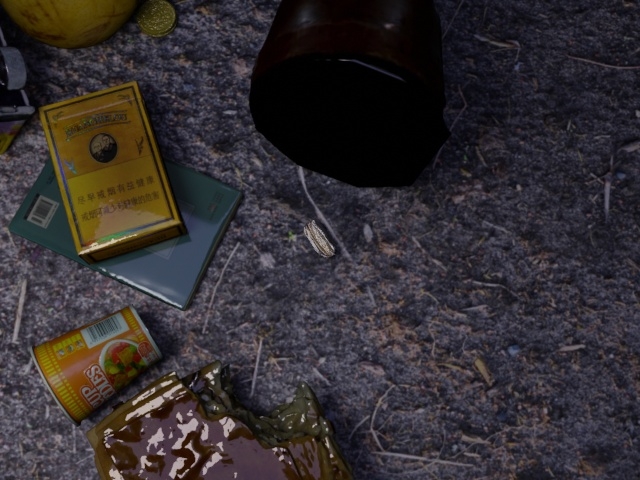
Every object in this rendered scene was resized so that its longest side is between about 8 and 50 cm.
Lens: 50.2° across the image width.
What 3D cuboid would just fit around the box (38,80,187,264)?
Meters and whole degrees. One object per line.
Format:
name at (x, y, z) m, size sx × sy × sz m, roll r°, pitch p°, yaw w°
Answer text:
box at (-0.388, -0.129, 1.279) m, size 0.192 × 0.084 × 0.302 m, roll -18°, pitch 77°, yaw -9°

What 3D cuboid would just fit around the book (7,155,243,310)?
book at (-0.373, -0.056, 1.323) m, size 0.379 × 0.031 × 0.264 m, roll 25°, pitch 78°, yaw 2°

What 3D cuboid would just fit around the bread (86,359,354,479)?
bread at (-0.164, 0.365, 1.164) m, size 0.370 × 0.191 × 0.314 m, roll -26°, pitch 76°, yaw -13°

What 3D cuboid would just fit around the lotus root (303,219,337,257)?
lotus root at (0.001, 0.000, 1.333) m, size 0.037 × 0.030 × 0.083 m, roll -40°, pitch 79°, yaw 19°

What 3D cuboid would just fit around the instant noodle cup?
instant noodle cup at (-0.387, 0.208, 1.210) m, size 0.185 × 0.168 × 0.168 m, roll -30°, pitch 81°, yaw -17°

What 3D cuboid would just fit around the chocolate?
chocolate at (0.075, -0.333, 1.274) m, size 0.383 × 0.384 × 0.331 m, roll 18°, pitch 63°, yaw 1°

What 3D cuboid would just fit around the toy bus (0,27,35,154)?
toy bus at (-0.716, -0.376, 1.245) m, size 0.209 × 0.249 × 0.440 m, roll -18°, pitch 83°, yaw -42°

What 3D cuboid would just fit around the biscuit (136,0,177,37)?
biscuit at (-0.340, -0.464, 1.419) m, size 0.084 × 0.023 × 0.084 m, roll 1°, pitch 78°, yaw -3°

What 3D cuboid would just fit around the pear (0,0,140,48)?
pear at (-0.473, -0.502, 1.290) m, size 0.280 × 0.281 × 0.281 m, roll 1°, pitch 77°, yaw -3°
